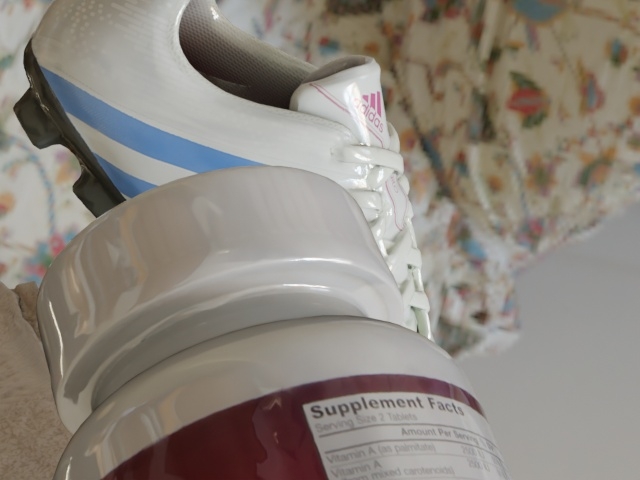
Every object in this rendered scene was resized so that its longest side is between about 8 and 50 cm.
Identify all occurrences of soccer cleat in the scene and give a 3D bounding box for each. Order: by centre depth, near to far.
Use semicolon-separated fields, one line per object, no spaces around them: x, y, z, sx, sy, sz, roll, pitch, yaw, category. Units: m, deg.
0.000;0.000;0.741;0.143;0.116;0.331;-34;107;17;soccer cleat

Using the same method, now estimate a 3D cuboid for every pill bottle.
0.000;0.097;0.397;0.121;0.221;0.121;-16;148;-10;pill bottle

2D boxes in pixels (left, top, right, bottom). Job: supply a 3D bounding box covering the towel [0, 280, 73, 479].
-0.233;0.130;0.758;0.187;0.282;0.049;45;159;43;towel
